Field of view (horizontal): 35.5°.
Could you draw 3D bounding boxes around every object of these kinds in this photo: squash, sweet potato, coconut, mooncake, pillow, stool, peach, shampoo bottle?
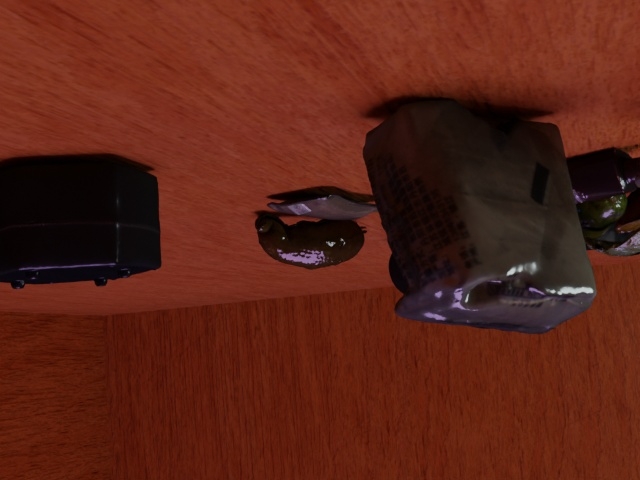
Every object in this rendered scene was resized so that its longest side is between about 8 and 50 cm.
[{"bbox_3d":[0.477,-0.048,1.753,0.087,0.087,0.331,-6,171,9],"label":"squash"},{"bbox_3d":[0.001,0.001,1.804,0.124,0.098,0.310,17,-170,37],"label":"sweet potato"},{"bbox_3d":[0.526,-0.006,1.651,0.133,0.055,0.158,-6,169,-21],"label":"coconut"},{"bbox_3d":[0.169,-0.021,1.102,0.250,0.255,0.136,3,158,-34],"label":"mooncake"},{"bbox_3d":[0.012,-0.052,1.624,0.130,0.033,0.217,-6,174,33],"label":"pillow"},{"bbox_3d":[-0.317,-0.016,1.257,0.232,0.141,0.232,-5,172,-1],"label":"stool"},{"bbox_3d":[0.602,-0.070,1.725,0.189,0.068,0.279,-3,169,-27],"label":"peach"},{"bbox_3d":[0.397,-0.092,1.443,0.236,0.067,0.068,-11,180,41],"label":"shampoo bottle"}]

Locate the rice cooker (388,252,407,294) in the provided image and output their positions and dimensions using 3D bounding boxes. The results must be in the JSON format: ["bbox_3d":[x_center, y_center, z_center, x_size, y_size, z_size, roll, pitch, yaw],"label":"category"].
[{"bbox_3d":[0.250,0.053,2.216,0.203,0.142,0.118,-10,-176,39],"label":"rice cooker"}]

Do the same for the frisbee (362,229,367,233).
[{"bbox_3d":[-0.034,-0.008,2.041,0.187,0.012,0.211,3,171,-42],"label":"frisbee"}]

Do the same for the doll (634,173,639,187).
[{"bbox_3d":[0.497,-0.128,1.093,0.103,0.146,0.316,36,148,-23],"label":"doll"}]

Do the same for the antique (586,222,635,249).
[{"bbox_3d":[0.607,-0.033,1.955,0.182,0.088,0.086,-4,174,-5],"label":"antique"}]
